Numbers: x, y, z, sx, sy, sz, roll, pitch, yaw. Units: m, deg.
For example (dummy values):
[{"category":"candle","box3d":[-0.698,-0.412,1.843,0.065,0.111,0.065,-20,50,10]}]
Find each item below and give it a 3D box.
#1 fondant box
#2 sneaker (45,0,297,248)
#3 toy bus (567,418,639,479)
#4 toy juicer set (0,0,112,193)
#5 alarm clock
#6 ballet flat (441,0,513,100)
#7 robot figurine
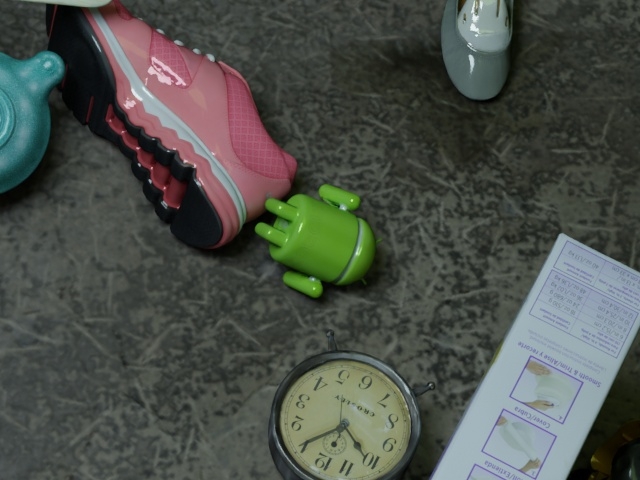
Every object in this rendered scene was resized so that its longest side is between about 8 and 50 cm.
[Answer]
[{"category":"fondant box","box3d":[0.143,0.188,1.439,0.096,0.238,0.330,27,63,6]},{"category":"sneaker","box3d":[-0.141,-0.136,1.662,0.136,0.116,0.314,-28,74,-33]},{"category":"toy bus","box3d":[0.283,0.286,1.471,0.211,0.149,0.220,34,61,-4]},{"category":"toy juicer set","box3d":[-0.338,-0.122,1.567,0.209,0.089,0.329,25,84,-11]},{"category":"alarm clock","box3d":[0.010,0.179,1.527,0.129,0.064,0.192,28,61,7]},{"category":"ballet flat","box3d":[0.159,-0.242,1.759,0.072,0.068,0.213,7,63,-3]},{"category":"robot figurine","box3d":[0.000,0.000,1.605,0.115,0.067,0.101,22,90,-22]}]
